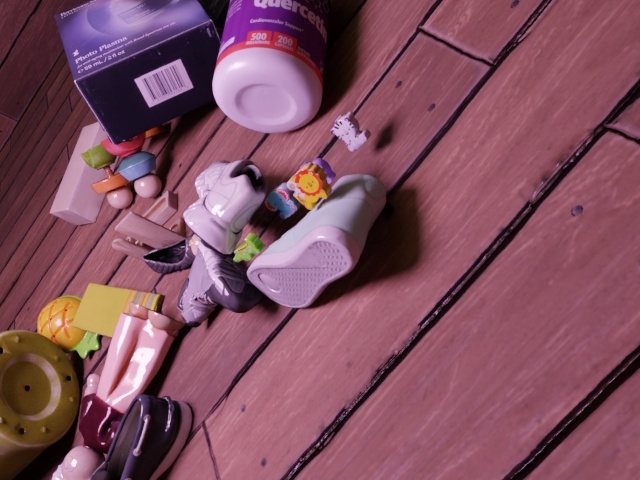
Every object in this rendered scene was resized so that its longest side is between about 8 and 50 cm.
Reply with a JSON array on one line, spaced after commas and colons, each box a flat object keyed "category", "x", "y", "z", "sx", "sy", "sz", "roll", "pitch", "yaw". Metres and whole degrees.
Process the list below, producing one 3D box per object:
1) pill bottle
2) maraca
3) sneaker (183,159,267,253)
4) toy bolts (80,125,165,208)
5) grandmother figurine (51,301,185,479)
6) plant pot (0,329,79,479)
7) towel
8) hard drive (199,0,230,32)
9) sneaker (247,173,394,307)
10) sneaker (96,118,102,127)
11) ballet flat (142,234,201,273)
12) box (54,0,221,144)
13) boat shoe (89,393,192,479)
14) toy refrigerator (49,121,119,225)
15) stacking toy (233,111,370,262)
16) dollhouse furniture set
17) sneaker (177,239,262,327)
[{"category": "pill bottle", "x": -0.076, "y": -0.361, "z": 1.048, "sx": 0.181, "sy": 0.181, "sz": 0.323, "roll": -21, "pitch": 53, "yaw": 40}, {"category": "maraca", "x": -0.540, "y": 0.187, "z": 1.314, "sx": 0.185, "sy": 0.099, "sz": 0.127, "roll": 14, "pitch": 79, "yaw": 25}, {"category": "sneaker", "x": -0.135, "y": -0.080, "z": 0.966, "sx": 0.118, "sy": 0.110, "sz": 0.292, "roll": -47, "pitch": 20, "yaw": 12}, {"category": "toy bolts", "x": -0.426, "y": -0.177, "z": 1.419, "sx": 0.218, "sy": 0.159, "sz": 0.228, "roll": -30, "pitch": 15, "yaw": -27}, {"category": "grandmother figurine", "x": -0.359, "y": 0.281, "z": 1.038, "sx": 0.207, "sy": 0.104, "sz": 0.343, "roll": 6, "pitch": 70, "yaw": 53}, {"category": "plant pot", "x": -0.698, "y": 0.350, "z": 1.221, "sx": 0.352, "sy": 0.366, "sz": 0.367, "roll": -27, "pitch": 48, "yaw": 21}, {"category": "towel", "x": -0.409, "y": 0.144, "z": 1.209, "sx": 0.237, "sy": 0.021, "sz": 0.102, "roll": 4, "pitch": 67, "yaw": 37}, {"category": "hard drive", "x": -0.263, "y": -0.604, "z": 1.521, "sx": 0.172, "sy": 0.054, "sz": 0.254, "roll": -58, "pitch": 37, "yaw": 4}, {"category": "sneaker", "x": 0.001, "y": 0.000, "z": 0.828, "sx": 0.256, "sy": 0.094, "sz": 0.151, "roll": -30, "pitch": 22, "yaw": 53}, {"category": "sneaker", "x": -0.454, "y": -0.367, "z": 1.479, "sx": 0.295, "sy": 0.123, "sz": 0.178, "roll": -47, "pitch": 7, "yaw": 23}, {"category": "ballet flat", "x": -0.277, "y": 0.027, "z": 1.143, "sx": 0.173, "sy": 0.049, "sz": 0.058, "roll": -23, "pitch": 52, "yaw": 39}, {"category": "box", "x": -0.380, "y": -0.408, "z": 1.299, "sx": 0.296, "sy": 0.183, "sz": 0.294, "roll": -27, "pitch": 50, "yaw": -7}, {"category": "boat shoe", "x": -0.313, "y": 0.373, "z": 0.931, "sx": 0.114, "sy": 0.091, "sz": 0.303, "roll": 21, "pitch": 84, "yaw": 53}, {"category": "toy refrigerator", "x": -0.631, "y": -0.181, "z": 1.651, "sx": 0.102, "sy": 0.094, "sz": 0.270, "roll": -6, "pitch": 64, "yaw": 40}, {"category": "stacking toy", "x": -0.035, "y": -0.074, "z": 0.847, "sx": 0.221, "sy": 0.052, "sz": 0.167, "roll": -37, "pitch": 13, "yaw": 42}, {"category": "dollhouse furniture set", "x": -0.369, "y": -0.043, "z": 1.232, "sx": 0.144, "sy": 0.123, "sz": 0.151, "roll": -38, "pitch": 43, "yaw": 27}, {"category": "sneaker", "x": -0.169, "y": 0.095, "z": 0.962, "sx": 0.132, "sy": 0.086, "sz": 0.228, "roll": -61, "pitch": 27, "yaw": 8}]
